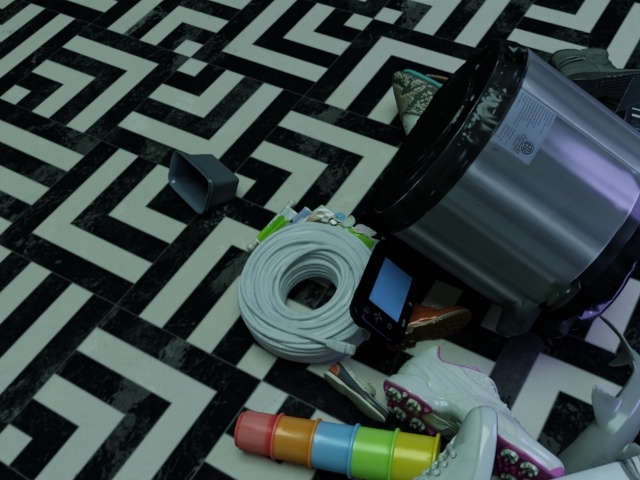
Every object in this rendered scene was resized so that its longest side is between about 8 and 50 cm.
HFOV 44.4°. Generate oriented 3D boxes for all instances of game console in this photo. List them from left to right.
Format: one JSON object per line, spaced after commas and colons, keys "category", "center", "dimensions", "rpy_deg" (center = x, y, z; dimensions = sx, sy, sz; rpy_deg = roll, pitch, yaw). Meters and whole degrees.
{"category": "game console", "center": [0.150, 0.043, 1.361], "dimensions": [0.213, 0.044, 0.361], "rpy_deg": [33, 43, -5]}

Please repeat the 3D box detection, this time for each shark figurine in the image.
{"category": "shark figurine", "center": [0.440, 0.233, 1.180], "dimensions": [0.166, 0.116, 0.278], "rpy_deg": [-14, 36, 56]}

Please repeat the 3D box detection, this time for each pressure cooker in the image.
{"category": "pressure cooker", "center": [0.343, -0.066, 1.273], "dimensions": [0.420, 0.370, 0.375], "rpy_deg": [33, 26, -9]}

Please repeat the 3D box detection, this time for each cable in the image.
{"category": "cable", "center": [-0.016, 0.090, 1.388], "dimensions": [0.257, 0.089, 0.257], "rpy_deg": [5, 58, 15]}

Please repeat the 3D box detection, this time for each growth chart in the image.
{"category": "growth chart", "center": [0.000, 0.000, 1.521], "dimensions": [0.237, 0.021, 0.172], "rpy_deg": [22, 57, 20]}

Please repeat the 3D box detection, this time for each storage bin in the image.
{"category": "storage bin", "center": [-0.236, -0.120, 1.608], "dimensions": [0.091, 0.098, 0.135], "rpy_deg": [-13, 43, -42]}

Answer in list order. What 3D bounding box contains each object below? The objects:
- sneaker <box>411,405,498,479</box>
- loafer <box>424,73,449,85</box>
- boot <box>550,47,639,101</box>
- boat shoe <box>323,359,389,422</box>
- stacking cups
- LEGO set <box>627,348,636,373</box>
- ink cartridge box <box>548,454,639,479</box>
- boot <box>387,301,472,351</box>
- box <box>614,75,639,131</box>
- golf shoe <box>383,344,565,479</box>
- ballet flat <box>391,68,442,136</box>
{"category": "sneaker", "center": [0.150, 0.351, 1.075], "dimensions": [0.123, 0.106, 0.290], "rpy_deg": [22, 87, 4]}
{"category": "loafer", "center": [0.305, -0.331, 1.737], "dimensions": [0.170, 0.061, 0.062], "rpy_deg": [6, 50, 10]}
{"category": "boot", "center": [0.642, -0.379, 1.736], "dimensions": [0.246, 0.083, 0.161], "rpy_deg": [3, 45, 6]}
{"category": "boat shoe", "center": [0.065, 0.247, 1.293], "dimensions": [0.043, 0.049, 0.137], "rpy_deg": [-37, 51, -25]}
{"category": "stacking cups", "center": [0.022, 0.319, 1.205], "dimensions": [0.316, 0.096, 0.096], "rpy_deg": [7, 51, 11]}
{"category": "LEGO set", "center": [0.529, 0.221, 1.287], "dimensions": [0.054, 0.023, 0.083], "rpy_deg": [3, 64, 11]}
{"category": "ink cartridge box", "center": [0.411, 0.369, 0.985], "dimensions": [0.395, 0.285, 0.166], "rpy_deg": [-13, 62, -6]}
{"category": "boot", "center": [0.182, 0.131, 1.372], "dimensions": [0.158, 0.059, 0.084], "rpy_deg": [-14, 46, -4]}
{"category": "box", "center": [0.706, -0.187, 1.524], "dimensions": [0.270, 0.143, 0.165], "rpy_deg": [22, 54, 23]}
{"category": "golf shoe", "center": [0.250, 0.266, 1.218], "dimensions": [0.306, 0.115, 0.140], "rpy_deg": [29, 55, 26]}
{"category": "ballet flat", "center": [0.298, -0.186, 1.574], "dimensions": [0.483, 0.164, 0.182], "rpy_deg": [32, 80, 26]}
